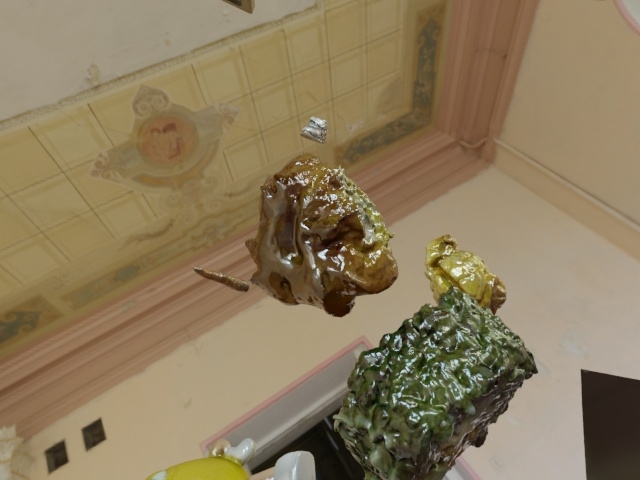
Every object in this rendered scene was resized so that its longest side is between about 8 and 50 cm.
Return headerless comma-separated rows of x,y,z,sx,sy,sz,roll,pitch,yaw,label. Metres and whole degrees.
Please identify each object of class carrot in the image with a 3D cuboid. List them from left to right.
-0.260,0.101,1.094,0.165,0.035,0.035,27,-70,-29,carrot

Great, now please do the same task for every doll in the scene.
-0.187,0.525,0.753,0.423,0.348,0.161,-32,-58,-5,doll

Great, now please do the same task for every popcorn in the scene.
0.474,0.138,1.408,0.225,0.332,0.265,-34,-11,22,popcorn

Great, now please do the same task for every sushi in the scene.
0.171,0.265,0.674,0.294,0.178,0.352,-28,-40,-25,sushi

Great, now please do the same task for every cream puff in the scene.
0.000,0.000,0.651,0.155,0.269,0.241,-2,-63,-56,cream puff

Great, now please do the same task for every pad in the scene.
0.589,0.391,0.825,0.004,0.243,0.163,3,-8,-10,pad

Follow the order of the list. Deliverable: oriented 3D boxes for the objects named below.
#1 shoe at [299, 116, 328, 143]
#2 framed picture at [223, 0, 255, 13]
-0.012,-0.434,1.620,0.092,0.089,0.180,-70,-13,14,shoe
-0.189,-0.359,0.476,0.232,0.315,0.024,20,-77,-13,framed picture
